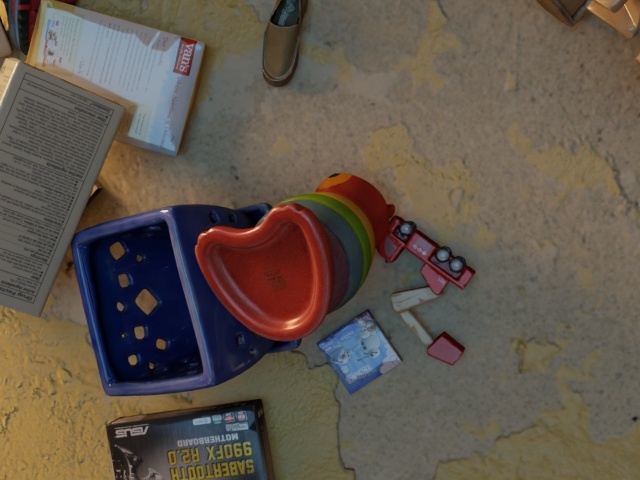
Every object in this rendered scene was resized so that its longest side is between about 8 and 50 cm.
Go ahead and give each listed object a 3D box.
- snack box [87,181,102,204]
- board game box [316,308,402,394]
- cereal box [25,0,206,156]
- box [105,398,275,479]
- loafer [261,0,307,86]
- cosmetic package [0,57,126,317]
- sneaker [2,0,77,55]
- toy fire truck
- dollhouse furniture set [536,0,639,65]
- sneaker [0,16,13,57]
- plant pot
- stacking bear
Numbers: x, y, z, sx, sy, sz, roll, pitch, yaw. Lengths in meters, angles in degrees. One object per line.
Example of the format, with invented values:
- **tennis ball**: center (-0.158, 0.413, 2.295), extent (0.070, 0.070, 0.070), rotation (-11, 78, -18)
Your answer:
- **snack box**: center (-0.410, -0.036, 1.573), extent (0.064, 0.022, 0.178), rotation (44, 99, 6)
- **board game box**: center (0.056, 0.160, 1.500), extent (0.090, 0.020, 0.090), rotation (-35, 88, 10)
- **cereal box**: center (-0.300, -0.233, 1.503), extent (0.240, 0.047, 0.173), rotation (15, 96, -7)
- **box**: center (-0.186, 0.339, 1.534), extent (0.231, 0.056, 0.183), rotation (-8, 91, 11)
- **loafer**: center (-0.055, -0.293, 1.482), extent (0.056, 0.050, 0.148), rotation (10, 94, 10)
- **cosmetic package**: center (-0.400, -0.072, 1.405), extent (0.160, 0.113, 0.309), rotation (23, 92, -28)
- **sneaker**: center (-0.434, -0.405, 1.538), extent (0.125, 0.104, 0.261), rotation (12, 104, 38)
- **toy fire truck**: center (0.145, 0.069, 1.466), extent (0.192, 0.047, 0.135), rotation (36, 100, 8)
- **dollhouse furniture set**: center (0.452, -0.318, 1.248), extent (0.256, 0.362, 0.394), rotation (-49, 54, 10)
- **sneaker**: center (-0.527, -0.350, 1.445), extent (0.123, 0.290, 0.106), rotation (-20, 53, -10)
- **plant pot**: center (-0.169, 0.071, 1.415), extent (0.236, 0.212, 0.235), rotation (-13, 89, 44)
- **stacking bear**: center (0.000, 0.000, 1.350), extent (0.175, 0.289, 0.164), rotation (-17, 102, 31)
